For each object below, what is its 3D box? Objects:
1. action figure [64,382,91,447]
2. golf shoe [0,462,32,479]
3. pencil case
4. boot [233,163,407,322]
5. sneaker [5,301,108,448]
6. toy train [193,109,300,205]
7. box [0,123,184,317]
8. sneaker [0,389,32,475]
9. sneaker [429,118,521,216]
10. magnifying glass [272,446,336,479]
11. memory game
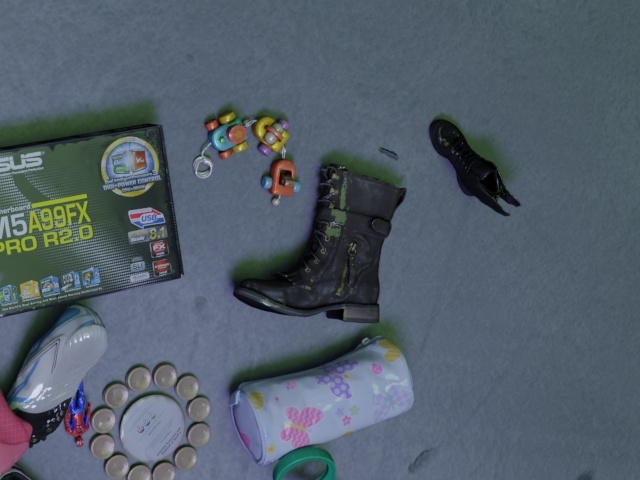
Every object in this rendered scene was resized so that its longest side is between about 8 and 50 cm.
[{"bbox_3d":[-0.336,0.230,1.737,0.038,0.030,0.115,-9,103,-31],"label":"action figure"},{"bbox_3d":[-0.387,0.370,1.698,0.067,0.086,0.186,-46,116,-16],"label":"golf shoe"},{"bbox_3d":[0.005,0.235,1.862,0.273,0.113,0.124,-18,100,-24],"label":"pencil case"},{"bbox_3d":[0.000,0.000,1.853,0.263,0.091,0.229,8,88,-32],"label":"boot"},{"bbox_3d":[-0.370,0.187,1.686,0.085,0.086,0.237,33,99,-39],"label":"sneaker"},{"bbox_3d":[-0.093,-0.119,1.800,0.166,0.046,0.125,11,92,-28],"label":"toy train"},{"bbox_3d":[-0.330,-0.030,1.684,0.270,0.060,0.216,-12,103,-25],"label":"box"},{"bbox_3d":[-0.492,0.179,1.595,0.314,0.116,0.136,50,43,-1],"label":"sneaker"},{"bbox_3d":[0.238,-0.114,1.944,0.051,0.089,0.170,-39,113,-17],"label":"sneaker"},{"bbox_3d":[0.002,0.372,1.878,0.092,0.026,0.231,-31,136,4],"label":"magnifying glass"},{"bbox_3d":[-0.240,0.266,1.799,0.186,0.012,0.186,-4,99,-27],"label":"memory game"}]
